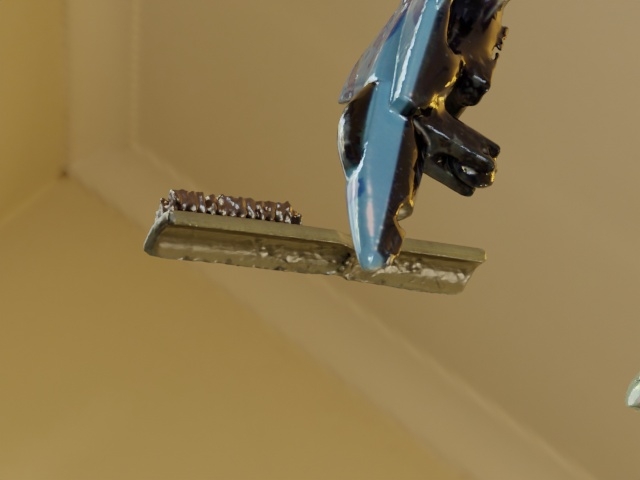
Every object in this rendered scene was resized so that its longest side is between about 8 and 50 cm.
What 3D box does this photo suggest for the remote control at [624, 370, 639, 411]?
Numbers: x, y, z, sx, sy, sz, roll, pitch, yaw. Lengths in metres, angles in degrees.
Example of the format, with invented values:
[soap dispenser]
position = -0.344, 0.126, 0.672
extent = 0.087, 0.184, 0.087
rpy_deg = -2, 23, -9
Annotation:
[remote control]
position = 0.383, 0.094, 1.820
extent = 0.045, 0.256, 0.097
rpy_deg = 65, -27, 3

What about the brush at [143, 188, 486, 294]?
[brush]
position = 0.000, 0.000, 1.271
extent = 0.043, 0.248, 0.036
rpy_deg = -49, -135, 42

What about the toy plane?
[toy plane]
position = 0.045, -0.072, 0.775
extent = 0.078, 0.246, 0.169
rpy_deg = 22, -46, -18
